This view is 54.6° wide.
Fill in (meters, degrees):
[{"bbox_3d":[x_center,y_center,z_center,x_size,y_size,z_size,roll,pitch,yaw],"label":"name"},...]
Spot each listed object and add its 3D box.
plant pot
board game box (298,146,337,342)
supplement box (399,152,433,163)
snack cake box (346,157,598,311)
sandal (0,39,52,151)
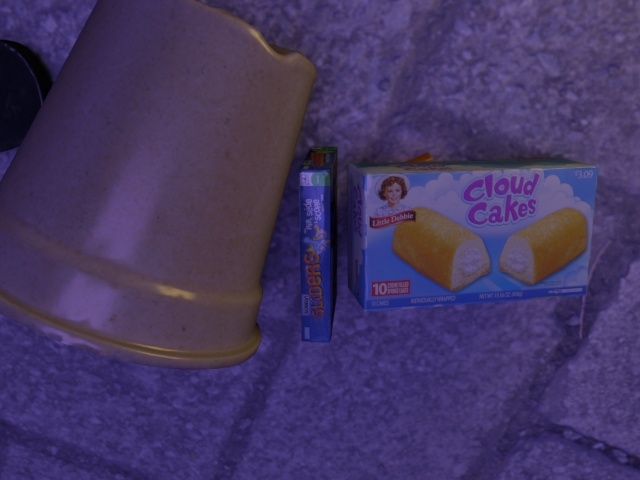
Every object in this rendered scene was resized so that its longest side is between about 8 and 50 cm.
[{"bbox_3d":[-0.162,-0.083,0.645,0.334,0.334,0.305,23,98,-3],"label":"plant pot"},{"bbox_3d":[0.000,0.000,0.734,0.035,0.136,0.201,1,108,4],"label":"board game box"},{"bbox_3d":[0.121,-0.049,0.759,0.062,0.036,0.098,-20,107,10],"label":"supplement box"},{"bbox_3d":[0.166,-0.013,0.704,0.265,0.089,0.152,-3,105,-9],"label":"snack cake box"},{"bbox_3d":[-0.545,-0.129,0.748,0.446,0.107,0.167,-20,106,11],"label":"sandal"}]
